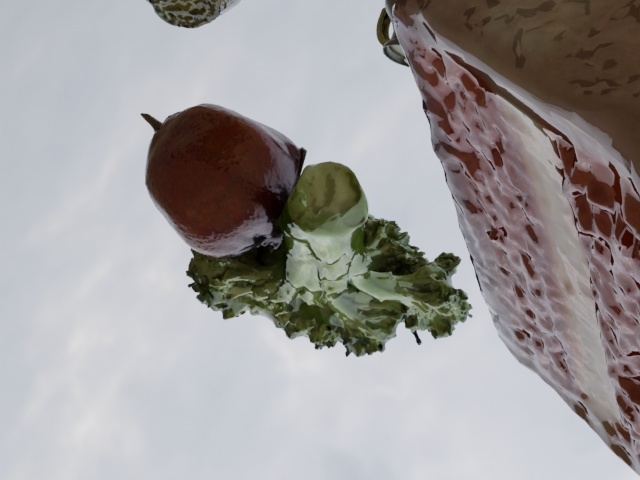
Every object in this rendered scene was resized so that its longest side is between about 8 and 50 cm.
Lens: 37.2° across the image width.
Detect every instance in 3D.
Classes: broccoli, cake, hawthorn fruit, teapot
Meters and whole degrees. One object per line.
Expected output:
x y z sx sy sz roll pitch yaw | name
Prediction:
-0.030 0.012 1.253 0.353 0.397 0.275 -20 -110 24 | broccoli
0.202 -0.030 0.477 0.230 0.309 0.237 -36 -138 -8 | cake
-0.131 -0.090 1.199 0.189 0.251 0.189 -47 177 -4 | hawthorn fruit
0.138 -0.308 1.361 0.165 0.130 0.119 9 -102 54 | teapot

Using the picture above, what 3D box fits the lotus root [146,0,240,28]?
-0.127 -0.357 1.018 0.151 0.160 0.275 -3 -113 11 | lotus root
